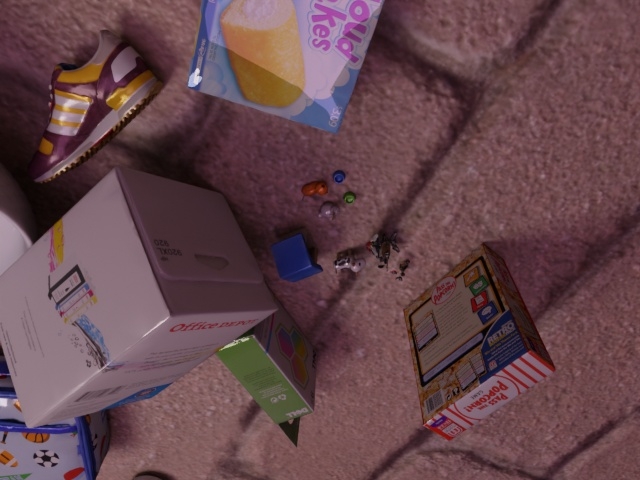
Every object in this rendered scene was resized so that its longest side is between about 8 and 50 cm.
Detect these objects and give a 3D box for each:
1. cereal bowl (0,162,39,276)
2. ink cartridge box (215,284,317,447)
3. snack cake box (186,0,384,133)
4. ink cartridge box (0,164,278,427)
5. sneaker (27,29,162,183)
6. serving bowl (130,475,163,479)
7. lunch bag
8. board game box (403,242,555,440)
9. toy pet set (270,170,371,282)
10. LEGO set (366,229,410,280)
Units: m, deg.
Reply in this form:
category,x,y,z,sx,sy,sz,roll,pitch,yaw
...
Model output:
category,x,y,z,sx,sy,sz,roll,pitch,yaw
cereal bowl,-0.482,-0.025,0.560,0.339,0.141,0.339,-15,148,-9
ink cartridge box,-0.054,0.169,0.727,0.062,0.109,0.209,-23,119,16
snack cake box,-0.012,-0.246,0.473,0.152,0.089,0.264,16,122,-8
ink cartridge box,-0.204,0.063,0.593,0.232,0.168,0.171,-36,160,21
sneaker,-0.256,-0.138,0.568,0.185,0.069,0.084,-35,107,14
serving bowl,-0.304,0.442,0.955,0.083,0.027,0.083,1,122,1
lunch bag,-0.481,0.275,0.806,0.303,0.115,0.243,4,120,-3
board game box,0.172,0.111,0.635,0.045,0.193,0.147,35,117,-20
toy pet set,0.000,0.000,0.644,0.114,0.065,0.122,-22,119,14
LEGO set,0.081,0.017,0.669,0.023,0.054,0.083,7,132,42
